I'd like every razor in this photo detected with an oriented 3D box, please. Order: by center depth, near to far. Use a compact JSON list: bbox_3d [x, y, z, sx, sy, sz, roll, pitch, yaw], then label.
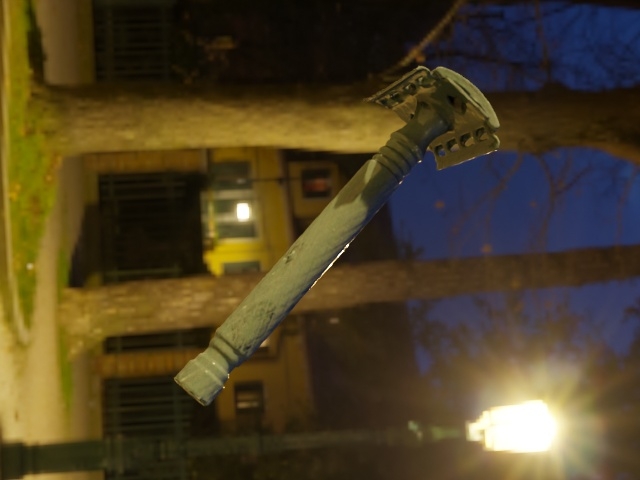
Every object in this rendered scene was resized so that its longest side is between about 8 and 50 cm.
[{"bbox_3d":[0.000,0.000,0.704,0.068,0.232,0.106,44,-13,-7],"label":"razor"}]
